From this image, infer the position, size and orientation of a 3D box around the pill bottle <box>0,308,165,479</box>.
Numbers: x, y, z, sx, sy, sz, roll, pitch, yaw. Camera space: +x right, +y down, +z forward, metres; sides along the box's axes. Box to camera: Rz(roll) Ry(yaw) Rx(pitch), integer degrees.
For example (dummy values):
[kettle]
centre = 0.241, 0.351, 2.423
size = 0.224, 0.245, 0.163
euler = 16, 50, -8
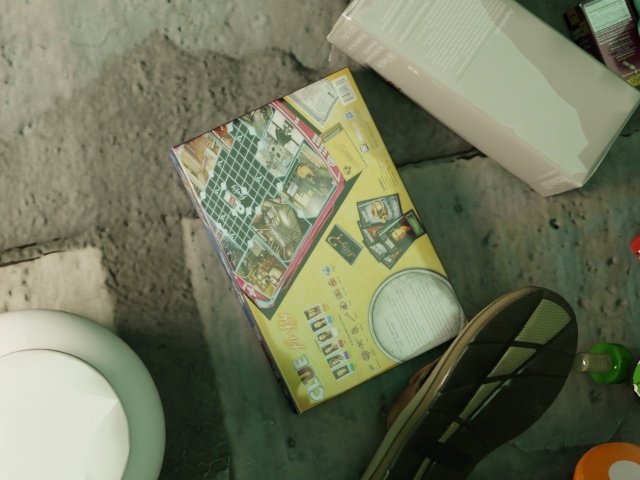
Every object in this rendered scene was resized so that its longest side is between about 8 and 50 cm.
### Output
[pill bottle]
centre = -0.209, 0.141, 1.470
size = 0.181, 0.323, 0.182
euler = 0, 87, -8

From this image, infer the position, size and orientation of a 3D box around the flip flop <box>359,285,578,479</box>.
[flip flop]
centre = 0.103, 0.147, 1.638
size = 0.112, 0.080, 0.277
euler = 31, 99, -32

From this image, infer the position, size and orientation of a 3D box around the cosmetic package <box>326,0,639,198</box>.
[cosmetic package]
centre = 0.133, -0.143, 1.634
size = 0.238, 0.127, 0.107
euler = 38, 82, -3

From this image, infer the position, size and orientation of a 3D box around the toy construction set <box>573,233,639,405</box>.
[toy construction set]
centre = 0.416, 0.030, 1.639
size = 0.237, 0.257, 0.309
euler = 10, 105, -50

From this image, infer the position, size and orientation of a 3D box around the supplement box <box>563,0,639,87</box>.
[supplement box]
centre = 0.246, -0.166, 1.685
size = 0.043, 0.055, 0.083
euler = -23, 89, -8

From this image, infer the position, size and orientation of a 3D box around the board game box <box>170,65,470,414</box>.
[board game box]
centre = 0.000, 0.000, 1.648
size = 0.165, 0.042, 0.243
euler = -25, 91, -9

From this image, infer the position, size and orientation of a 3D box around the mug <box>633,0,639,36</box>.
[mug]
centre = 0.312, -0.216, 1.658
size = 0.157, 0.097, 0.129
euler = -4, 82, -37

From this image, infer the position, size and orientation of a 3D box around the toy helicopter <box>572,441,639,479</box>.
[toy helicopter]
centre = 0.124, 0.286, 1.546
size = 0.355, 0.140, 0.235
euler = 1, 42, -5
